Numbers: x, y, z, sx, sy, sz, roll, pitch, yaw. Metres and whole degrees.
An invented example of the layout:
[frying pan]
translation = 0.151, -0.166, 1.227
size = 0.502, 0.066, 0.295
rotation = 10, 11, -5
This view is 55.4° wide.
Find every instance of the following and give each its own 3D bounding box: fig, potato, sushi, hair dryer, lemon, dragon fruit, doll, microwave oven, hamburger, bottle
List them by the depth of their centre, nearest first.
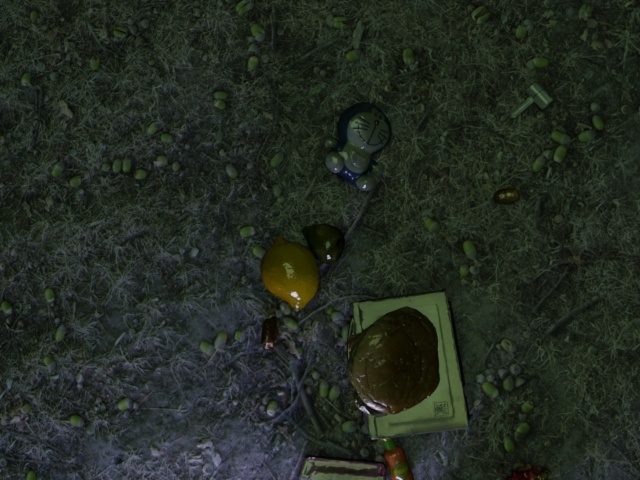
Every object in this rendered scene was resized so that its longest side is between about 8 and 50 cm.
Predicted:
[hamburger]
translation = 0.201, 0.321, 1.599
size = 0.134, 0.265, 0.284
rotation = 0, 104, 50
[dragon fruit]
translation = 0.614, 0.740, 1.783
size = 0.167, 0.172, 0.160
rotation = -15, 56, -21
[microwave oven]
translation = 0.255, 0.360, 1.831
size = 0.333, 0.247, 0.394
rotation = -8, 84, 5
[bottle]
translation = 0.227, 0.665, 1.878
size = 0.069, 0.069, 0.187
rotation = -22, 91, 4
[lemon]
translation = -0.094, 0.102, 1.932
size = 0.187, 0.187, 0.244
rotation = -21, 84, 5
[potato]
translation = 0.594, -0.141, 1.941
size = 0.083, 0.040, 0.051
rotation = -3, 107, 1
[hair dryer]
translation = 0.667, -0.434, 1.962
size = 0.137, 0.047, 0.082
rotation = -40, 82, 8
[fig]
translation = 0.000, 0.000, 1.965
size = 0.156, 0.123, 0.123
rotation = 24, 88, 18
[doll]
translation = 0.126, -0.313, 1.965
size = 0.228, 0.154, 0.258
rotation = 26, 96, -24
[sushi]
translation = -0.160, 0.305, 1.983
size = 0.060, 0.061, 0.118
rotation = 12, 87, -25

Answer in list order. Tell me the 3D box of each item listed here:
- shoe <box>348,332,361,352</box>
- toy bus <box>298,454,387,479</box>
[shoe]
translation = 0.130, 0.295, 1.695
size = 0.109, 0.072, 0.069
rotation = 6, 46, 1
[toy bus]
translation = 0.068, 0.736, 1.896
size = 0.274, 0.090, 0.112
rotation = 2, 78, 8
